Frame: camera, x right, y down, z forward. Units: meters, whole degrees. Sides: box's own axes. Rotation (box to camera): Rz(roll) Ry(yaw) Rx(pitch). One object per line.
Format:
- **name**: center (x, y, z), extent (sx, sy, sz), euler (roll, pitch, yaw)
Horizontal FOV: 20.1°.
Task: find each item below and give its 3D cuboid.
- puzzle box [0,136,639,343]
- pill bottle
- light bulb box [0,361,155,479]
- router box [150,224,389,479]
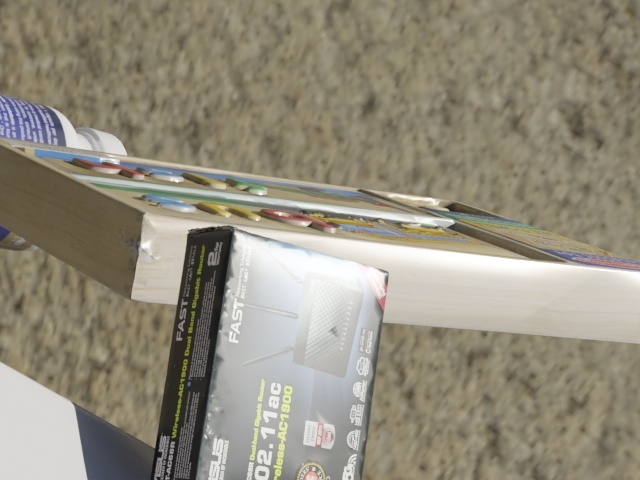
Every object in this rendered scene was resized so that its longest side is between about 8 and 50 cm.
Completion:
- **puzzle box**: center (0.000, 0.000, 1.199), extent (0.409, 0.272, 0.052), euler (6, 99, -33)
- **pill bottle**: center (-0.332, -0.071, 1.794), extent (0.264, 0.153, 0.153), euler (11, 53, -38)
- **light bulb box**: center (-0.280, 0.189, 0.751), extent (0.358, 0.361, 0.225), euler (39, 38, -49)
- **router box**: center (-0.022, 0.062, 0.805), extent (0.092, 0.038, 0.122), euler (15, 77, -36)
